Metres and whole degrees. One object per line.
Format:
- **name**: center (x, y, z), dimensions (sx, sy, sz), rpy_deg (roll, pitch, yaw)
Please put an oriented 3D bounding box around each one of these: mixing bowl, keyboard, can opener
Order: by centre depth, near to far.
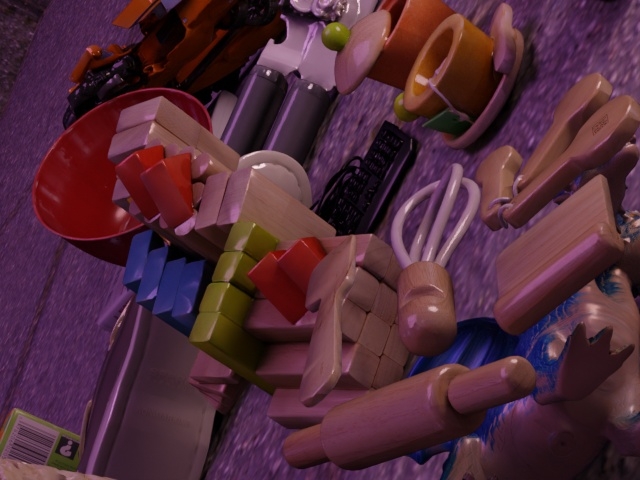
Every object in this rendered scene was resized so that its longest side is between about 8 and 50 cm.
- **keyboard**: center (0.000, 0.000, 1.388), dimensions (0.192, 0.038, 0.100), rpy_deg (-61, 15, 6)
- **can opener**: center (-0.025, -0.106, 1.621), dimensions (0.280, 0.074, 0.093), rpy_deg (-66, -19, -15)
- **mixing bowl**: center (-0.161, -0.042, 1.806), dimensions (0.181, 0.098, 0.181), rpy_deg (-16, 46, 17)

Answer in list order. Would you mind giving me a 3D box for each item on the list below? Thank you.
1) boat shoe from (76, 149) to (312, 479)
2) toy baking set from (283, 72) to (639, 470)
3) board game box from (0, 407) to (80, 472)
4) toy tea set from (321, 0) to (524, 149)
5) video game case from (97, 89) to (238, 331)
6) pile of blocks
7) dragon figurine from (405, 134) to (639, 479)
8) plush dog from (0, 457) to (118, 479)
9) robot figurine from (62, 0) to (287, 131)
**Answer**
- **boat shoe**: center (-0.100, 0.069, 1.466), dimensions (0.305, 0.109, 0.091), rpy_deg (-66, 20, 3)
- **toy baking set**: center (0.057, 0.022, 0.870), dimensions (0.256, 0.030, 0.196), rpy_deg (-30, 24, 49)
- **board game box**: center (-0.235, 0.273, 1.534), dimensions (0.039, 0.124, 0.259), rpy_deg (-41, 26, 64)
- **toy tea set**: center (0.091, -0.182, 1.225), dimensions (0.336, 0.124, 0.200), rpy_deg (-49, 21, 42)
- **video game case**: center (-0.151, -0.028, 1.958), dimensions (0.183, 0.023, 0.201), rpy_deg (-45, 23, 50)
- **pile of blocks**: center (-0.077, 0.009, 1.266), dimensions (0.149, 0.113, 0.362), rpy_deg (-55, 36, -2)
- **dragon figurine**: center (0.084, 0.087, 0.871), dimensions (0.289, 0.085, 0.144), rpy_deg (-57, 14, 6)
- **plush dog**: center (-0.129, 0.264, 1.191), dimensions (0.262, 0.211, 0.225), rpy_deg (71, -155, -72)
- **robot figurine**: center (-0.131, -0.194, 1.891), dimensions (0.291, 0.211, 0.085), rpy_deg (-40, 72, 39)
